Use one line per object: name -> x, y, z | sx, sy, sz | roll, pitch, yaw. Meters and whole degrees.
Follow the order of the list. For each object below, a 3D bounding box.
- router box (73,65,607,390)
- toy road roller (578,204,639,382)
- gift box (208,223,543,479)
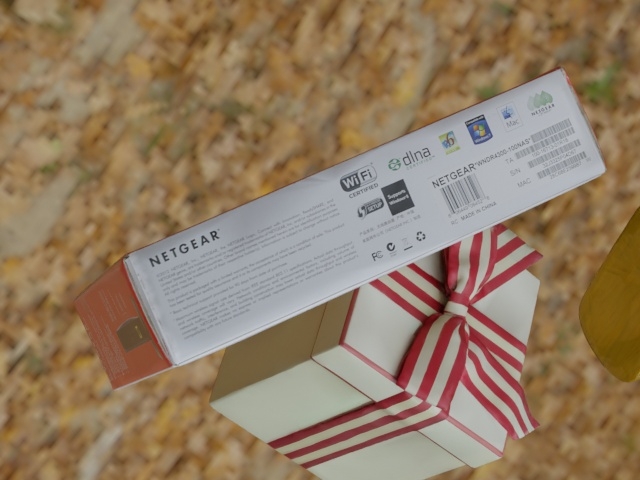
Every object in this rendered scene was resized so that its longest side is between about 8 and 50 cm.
router box -> 0.000, 0.000, 1.424 | 0.335, 0.082, 0.301 | -24, 179, -16
toy road roller -> 0.362, 0.036, 1.413 | 0.202, 0.240, 0.329 | -17, 154, -28
gift box -> 0.084, 0.101, 2.011 | 0.258, 0.276, 0.255 | -28, -139, 46
